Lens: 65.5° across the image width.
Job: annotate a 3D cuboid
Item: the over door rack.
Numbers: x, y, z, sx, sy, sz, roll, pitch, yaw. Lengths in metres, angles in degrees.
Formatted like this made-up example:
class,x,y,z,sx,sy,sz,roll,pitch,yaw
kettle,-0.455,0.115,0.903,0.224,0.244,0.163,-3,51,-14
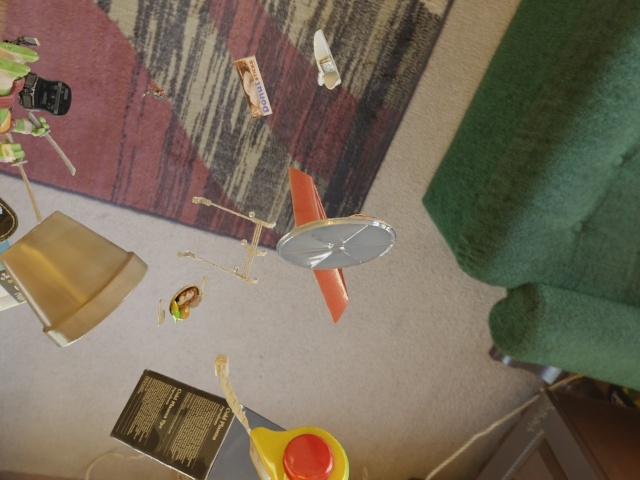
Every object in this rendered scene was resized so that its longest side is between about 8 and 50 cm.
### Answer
class,x,y,z,sx,sy,sz,roll,pitch,yaw
over door rack,-0.338,-0.005,1.828,0.324,0.108,0.239,19,99,14

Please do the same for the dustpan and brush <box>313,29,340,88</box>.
class,x,y,z,sx,sy,sz,roll,pitch,yaw
dustpan and brush,0.012,-0.479,1.398,0.060,0.211,0.147,-21,89,7

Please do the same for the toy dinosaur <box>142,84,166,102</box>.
class,x,y,z,sx,sy,sz,roll,pitch,yaw
toy dinosaur,-0.543,-0.495,1.645,0.090,0.082,0.047,-37,158,18

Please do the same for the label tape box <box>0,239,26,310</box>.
class,x,y,z,sx,sy,sz,roll,pitch,yaw
label tape box,-1.200,0.126,1.784,0.249,0.115,0.347,-20,152,-17

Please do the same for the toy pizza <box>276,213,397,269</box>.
class,x,y,z,sx,sy,sz,roll,pitch,yaw
toy pizza,0.027,0.000,0.833,0.201,0.032,0.201,-5,156,-2

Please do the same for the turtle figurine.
class,x,y,z,sx,sy,sz,roll,pitch,yaw
turtle figurine,-0.596,-0.233,1.008,0.275,0.198,0.266,30,120,3

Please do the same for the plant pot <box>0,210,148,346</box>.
class,x,y,z,sx,sy,sz,roll,pitch,yaw
plant pot,-0.693,0.082,1.364,0.323,0.323,0.280,-33,113,13

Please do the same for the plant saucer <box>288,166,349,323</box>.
class,x,y,z,sx,sy,sz,roll,pitch,yaw
plant saucer,0.000,0.000,1.055,0.048,0.258,0.259,-17,125,4

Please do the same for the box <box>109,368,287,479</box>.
class,x,y,z,sx,sy,sz,roll,pitch,yaw
box,-0.274,0.496,1.249,0.313,0.178,0.343,7,151,31

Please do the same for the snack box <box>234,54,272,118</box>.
class,x,y,z,sx,sy,sz,roll,pitch,yaw
snack box,-0.204,-0.466,1.518,0.064,0.022,0.178,-17,122,1

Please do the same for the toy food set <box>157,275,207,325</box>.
class,x,y,z,sx,sy,sz,roll,pitch,yaw
toy food set,-0.425,0.197,1.581,0.039,0.192,0.132,36,132,23

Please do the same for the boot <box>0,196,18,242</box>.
class,x,y,z,sx,sy,sz,roll,pitch,yaw
boot,-0.732,-0.117,0.934,0.284,0.138,0.377,1,143,46

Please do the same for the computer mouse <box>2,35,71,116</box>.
class,x,y,z,sx,sy,sz,roll,pitch,yaw
computer mouse,-0.710,-0.404,1.227,0.060,0.262,0.184,13,103,4

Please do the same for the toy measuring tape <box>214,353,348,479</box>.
class,x,y,z,sx,sy,sz,roll,pitch,yaw
toy measuring tape,-0.048,0.286,0.732,0.121,0.330,0.121,-21,137,-21
